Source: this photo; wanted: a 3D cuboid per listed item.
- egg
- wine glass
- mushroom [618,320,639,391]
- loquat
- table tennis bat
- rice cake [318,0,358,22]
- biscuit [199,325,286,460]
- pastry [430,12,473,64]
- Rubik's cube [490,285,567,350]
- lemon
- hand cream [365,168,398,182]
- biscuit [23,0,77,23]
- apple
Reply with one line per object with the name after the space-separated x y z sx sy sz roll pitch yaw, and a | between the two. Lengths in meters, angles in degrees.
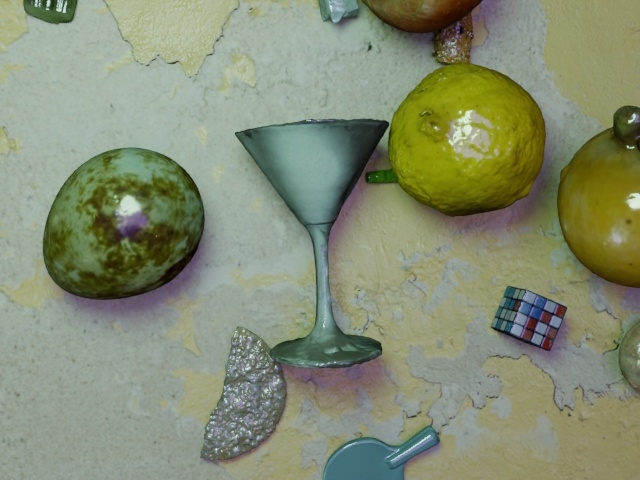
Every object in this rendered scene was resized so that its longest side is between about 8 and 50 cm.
-0.329 -0.019 1.190 0.289 0.238 0.238 -43 97 13 | egg
0.000 0.000 1.243 0.267 0.267 0.406 -5 97 -9 | wine glass
0.672 0.234 1.405 0.166 0.127 0.166 0 93 -2 | mushroom
0.582 -0.085 1.278 0.328 0.328 0.360 -37 122 -7 | loquat
0.119 0.431 1.365 0.244 0.040 0.153 -31 96 -3 | table tennis bat
0.019 -0.502 1.323 0.069 0.063 0.207 -17 94 -14 | rice cake
-0.130 0.294 1.325 0.133 0.032 0.250 16 87 -10 | biscuit
0.254 -0.405 1.368 0.079 0.056 0.140 6 96 -2 | pastry
0.400 0.149 1.377 0.092 0.092 0.092 23 87 -8 | Rubik's cube
0.262 -0.172 1.266 0.321 0.268 0.268 12 88 -47 | lemon
0.147 -0.125 1.370 0.121 0.023 0.036 -6 88 -13 | hand cream
-0.460 -0.548 1.261 0.099 0.038 0.323 9 89 -12 | biscuit
0.185 -0.508 1.226 0.249 0.278 0.309 -18 58 -15 | apple
